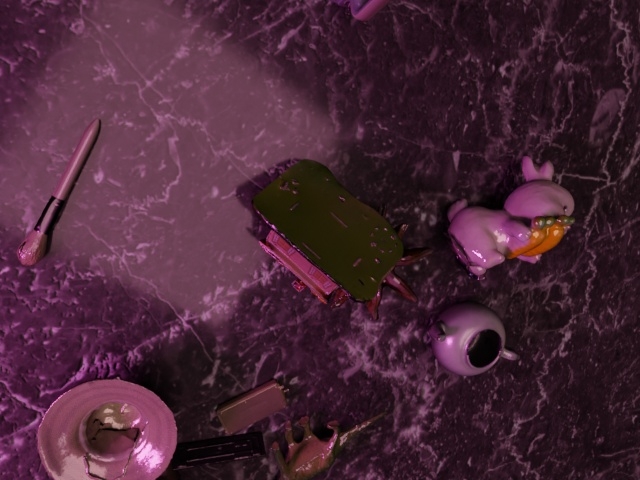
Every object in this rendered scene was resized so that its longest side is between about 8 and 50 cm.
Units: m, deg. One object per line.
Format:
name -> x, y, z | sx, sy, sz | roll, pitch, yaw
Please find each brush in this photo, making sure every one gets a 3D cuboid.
brush -> -0.476, -0.090, 0.801 | 0.042, 0.039, 0.299 | 25, 92, -21

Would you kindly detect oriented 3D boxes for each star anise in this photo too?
star anise -> 0.124, 0.048, 1.004 | 0.288, 0.088, 0.288 | -1, 102, -7

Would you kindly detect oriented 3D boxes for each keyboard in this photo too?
keyboard -> -0.229, 0.476, 0.992 | 0.205, 0.061, 0.013 | 0, 121, -19

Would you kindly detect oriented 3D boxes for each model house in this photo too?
model house -> 0.000, 0.001, 0.915 | 0.294, 0.154, 0.207 | 42, 53, 1

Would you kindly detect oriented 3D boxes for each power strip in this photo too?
power strip -> -0.151, 0.381, 1.015 | 0.169, 0.028, 0.076 | -22, 107, -11

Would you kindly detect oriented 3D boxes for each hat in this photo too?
hat -> -0.410, 0.368, 0.880 | 0.252, 0.110, 0.251 | -2, 99, -12

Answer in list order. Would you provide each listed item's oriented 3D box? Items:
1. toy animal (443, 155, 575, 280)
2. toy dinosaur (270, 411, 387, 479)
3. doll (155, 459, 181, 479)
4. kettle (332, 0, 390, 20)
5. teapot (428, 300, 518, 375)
toy animal -> 0.453, -0.048, 1.028 | 0.310, 0.247, 0.183 | -34, 128, 7
toy dinosaur -> -0.030, 0.581, 1.071 | 0.447, 0.087, 0.300 | -11, 106, -12
doll -> -0.416, 0.657, 0.888 | 0.370, 0.215, 0.226 | -36, 94, -6
kettle -> 0.085, -0.514, 0.790 | 0.160, 0.243, 0.210 | 3, 102, -19
teapot -> 0.382, 0.253, 1.114 | 0.295, 0.129, 0.193 | 18, 96, -21
